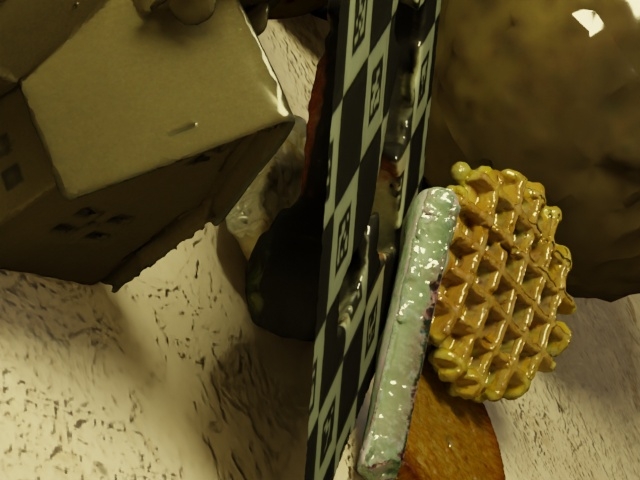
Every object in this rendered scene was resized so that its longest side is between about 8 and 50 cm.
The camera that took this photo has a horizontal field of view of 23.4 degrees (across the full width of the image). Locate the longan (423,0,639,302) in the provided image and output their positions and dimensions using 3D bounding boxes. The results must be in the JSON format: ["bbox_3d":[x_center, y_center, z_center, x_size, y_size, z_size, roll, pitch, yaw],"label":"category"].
[{"bbox_3d":[0.268,-0.140,1.424,0.391,0.391,0.391,47,24,-28],"label":"longan"}]

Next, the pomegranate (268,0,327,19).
[{"bbox_3d":[-0.064,-0.284,1.002,0.291,0.291,0.323,56,2,-5],"label":"pomegranate"}]

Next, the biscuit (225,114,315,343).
[{"bbox_3d":[0.000,0.000,1.100,0.265,0.040,0.188,17,50,-64],"label":"biscuit"}]

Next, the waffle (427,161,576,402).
[{"bbox_3d":[0.133,0.034,1.168,0.191,0.038,0.191,4,84,-47],"label":"waffle"}]

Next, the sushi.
[{"bbox_3d":[0.011,-0.050,0.940,0.359,0.064,0.343,-63,160,-60],"label":"sushi"}]

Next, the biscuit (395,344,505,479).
[{"bbox_3d":[0.091,0.149,1.125,0.126,0.025,0.206,56,22,-5],"label":"biscuit"}]

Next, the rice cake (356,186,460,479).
[{"bbox_3d":[0.057,0.062,1.028,0.033,0.033,0.207,16,73,-6],"label":"rice cake"}]

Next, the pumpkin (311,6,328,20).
[{"bbox_3d":[0.013,-0.273,1.376,0.202,0.140,0.202,30,29,-19],"label":"pumpkin"}]

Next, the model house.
[{"bbox_3d":[-0.106,-0.123,0.753,0.204,0.243,0.211,9,53,-64],"label":"model house"}]
